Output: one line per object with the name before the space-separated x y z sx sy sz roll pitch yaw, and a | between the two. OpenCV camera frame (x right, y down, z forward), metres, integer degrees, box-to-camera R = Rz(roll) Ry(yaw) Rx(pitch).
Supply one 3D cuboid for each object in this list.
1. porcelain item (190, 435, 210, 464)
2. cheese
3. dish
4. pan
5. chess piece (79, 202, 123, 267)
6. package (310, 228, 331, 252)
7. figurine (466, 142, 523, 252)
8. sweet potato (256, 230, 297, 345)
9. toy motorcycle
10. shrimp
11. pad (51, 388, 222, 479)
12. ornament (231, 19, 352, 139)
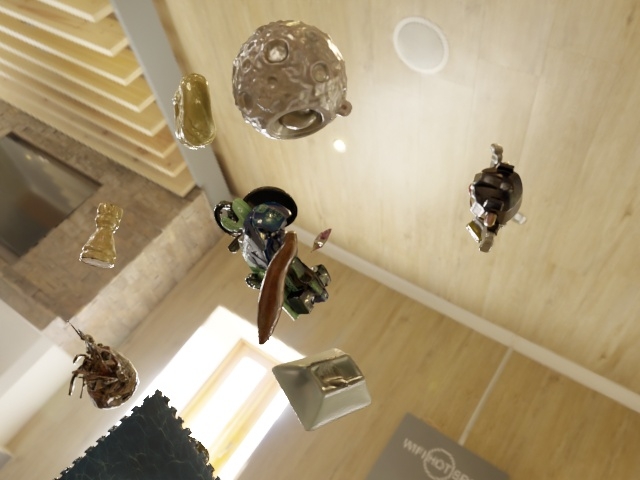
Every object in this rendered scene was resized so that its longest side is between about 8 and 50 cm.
porcelain item | -0.312 0.492 1.096 0.081 0.216 0.069 40 -63 5
cheese | -0.385 -0.396 1.667 0.214 0.118 0.225 -146 -128 -66
dish | 0.022 0.346 1.355 0.181 0.243 0.080 55 -53 26
pan | -0.154 -0.048 1.320 0.136 0.028 0.235 31 -55 -27
chess piece | -0.434 -0.012 1.090 0.066 0.122 0.066 6 -18 2
package | 0.000 0.000 1.533 0.029 0.059 0.083 35 -33 -17
figurine | 0.474 -0.116 1.494 0.144 0.308 0.308 -9 -38 5
sweet potato | -0.099 0.102 1.147 0.057 0.057 0.264 22 -74 33
toy motorcycle | -0.103 0.029 1.252 0.196 0.125 0.331 -14 -60 45
shrimp | -0.550 0.317 1.346 0.342 0.145 0.116 85 -22 -47
pad | -0.241 0.363 0.676 0.270 0.269 0.012 40 -12 34
ornament | -0.089 -0.462 1.560 0.337 0.337 0.337 31 -26 17
